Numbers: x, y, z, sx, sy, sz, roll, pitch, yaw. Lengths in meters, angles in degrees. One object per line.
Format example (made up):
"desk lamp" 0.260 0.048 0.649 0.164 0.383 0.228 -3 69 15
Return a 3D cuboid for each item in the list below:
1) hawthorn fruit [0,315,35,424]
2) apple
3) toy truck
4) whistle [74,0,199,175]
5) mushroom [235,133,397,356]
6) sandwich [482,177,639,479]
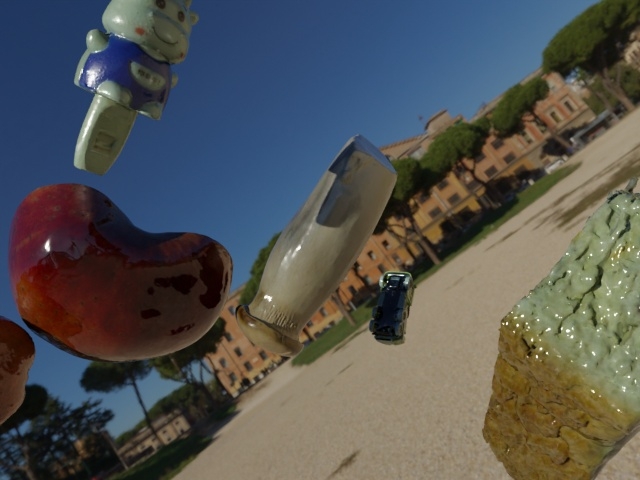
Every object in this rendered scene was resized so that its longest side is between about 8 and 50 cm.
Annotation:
"hawthorn fruit" -0.571 0.193 0.766 0.243 0.207 0.207 25 -54 -39
"apple" -0.351 0.067 0.886 0.365 0.328 0.295 -30 3 44
"toy truck" 0.195 0.185 1.339 0.085 0.191 0.116 0 -33 28
"whistle" -0.209 -0.187 0.572 0.110 0.092 0.244 21 -85 -52
"mushroom" 0.004 -0.001 0.849 0.407 0.138 0.154 -62 21 -5
"sandwich" 0.292 0.091 0.501 0.262 0.131 0.325 -35 -38 -21
